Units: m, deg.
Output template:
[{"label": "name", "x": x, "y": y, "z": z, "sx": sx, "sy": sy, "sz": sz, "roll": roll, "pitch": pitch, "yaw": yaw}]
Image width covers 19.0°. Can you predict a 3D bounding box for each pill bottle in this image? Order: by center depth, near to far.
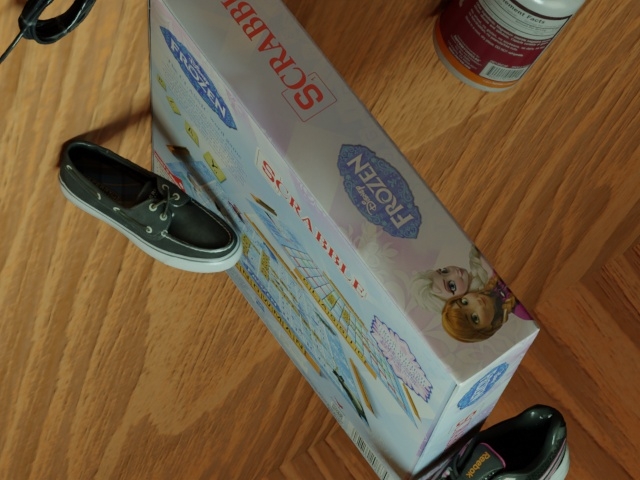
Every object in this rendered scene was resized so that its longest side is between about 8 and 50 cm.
[{"label": "pill bottle", "x": 0.157, "y": -0.192, "z": 1.495, "sx": 0.086, "sy": 0.086, "sz": 0.152, "roll": -24, "pitch": 162, "yaw": -39}]

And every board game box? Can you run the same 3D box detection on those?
[{"label": "board game box", "x": 0.000, "y": 0.000, "z": 1.272, "sx": 0.066, "sy": 0.319, "sz": 0.318, "roll": -34, "pitch": 166, "yaw": -15}]

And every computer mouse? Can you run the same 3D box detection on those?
[{"label": "computer mouse", "x": -0.203, "y": -0.096, "z": 1.078, "sx": 0.242, "sy": 0.041, "sz": 0.071, "roll": -45, "pitch": 164, "yaw": 6}]

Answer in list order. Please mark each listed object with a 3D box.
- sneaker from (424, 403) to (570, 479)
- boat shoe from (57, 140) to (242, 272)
[{"label": "sneaker", "x": 0.097, "y": 0.166, "z": 1.281, "sx": 0.178, "sy": 0.072, "sz": 0.077, "roll": -41, "pitch": 156, "yaw": -24}, {"label": "boat shoe", "x": -0.118, "y": -0.023, "z": 1.298, "sx": 0.049, "sy": 0.142, "sz": 0.040, "roll": -58, "pitch": 168, "yaw": -29}]
